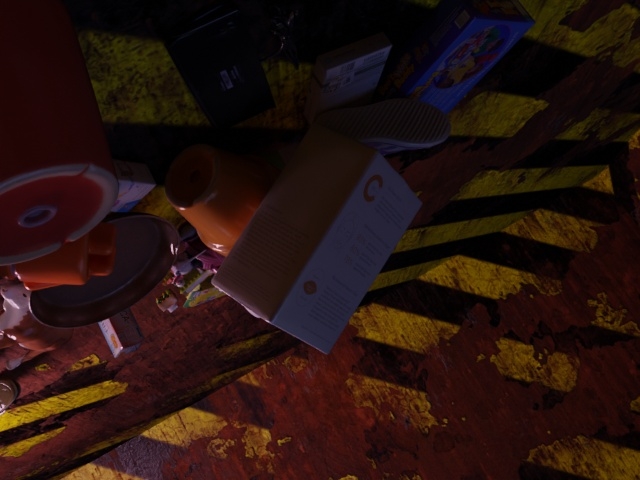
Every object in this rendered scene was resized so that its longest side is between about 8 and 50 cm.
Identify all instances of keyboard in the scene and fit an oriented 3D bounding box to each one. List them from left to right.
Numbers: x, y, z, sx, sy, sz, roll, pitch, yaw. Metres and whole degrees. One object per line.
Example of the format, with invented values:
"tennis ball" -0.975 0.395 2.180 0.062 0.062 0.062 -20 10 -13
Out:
"keyboard" -0.120 -0.285 1.180 0.201 0.033 0.317 -24 164 -1

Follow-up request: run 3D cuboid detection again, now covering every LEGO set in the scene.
"LEGO set" -0.292 0.081 1.808 0.286 0.132 0.107 -12 150 15

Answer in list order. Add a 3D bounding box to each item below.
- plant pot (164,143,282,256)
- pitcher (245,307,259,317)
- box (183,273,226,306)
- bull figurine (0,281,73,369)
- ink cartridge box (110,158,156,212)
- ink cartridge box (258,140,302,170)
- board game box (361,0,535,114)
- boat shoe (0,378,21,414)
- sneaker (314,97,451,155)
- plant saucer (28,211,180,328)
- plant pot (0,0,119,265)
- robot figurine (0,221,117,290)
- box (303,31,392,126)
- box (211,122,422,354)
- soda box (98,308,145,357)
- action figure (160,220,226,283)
"plant pot" -0.184 -0.086 1.384 0.205 0.205 0.188 -36 148 15
"pitcher" -0.135 0.129 2.212 0.207 0.125 0.178 -45 177 7
"box" -0.296 0.128 2.034 0.179 0.043 0.105 -21 161 -39
"bull figurine" -0.617 0.179 1.524 0.188 0.101 0.310 -25 161 -7
"ink cartridge box" -0.361 -0.094 1.265 0.088 0.052 0.122 -38 161 23
"ink cartridge box" 0.002 -0.124 1.581 0.255 0.189 0.097 -22 163 -25
"board game box" 0.248 -0.358 1.526 0.233 0.078 0.347 -14 156 -45
"boat shoe" -0.824 0.404 1.854 0.223 0.080 0.073 -33 170 25
"sneaker" 0.114 -0.208 1.498 0.281 0.102 0.161 -2 160 -8
"plant saucer" -0.419 0.050 1.420 0.310 0.050 0.311 -31 154 -17
"plant pot" -0.370 -0.122 0.841 0.274 0.243 0.275 -29 164 -9
"robot figurine" -0.450 0.009 1.204 0.219 0.128 0.158 5 164 -12
"box" 0.049 -0.305 1.402 0.145 0.038 0.186 -25 162 -19
"box" 0.000 0.000 1.348 0.345 0.168 0.215 -57 143 -5
"soda box" -0.452 0.159 1.600 0.058 0.183 0.063 -16 159 -40
"action figure" -0.202 -0.018 1.651 0.370 0.276 0.248 -21 124 16
